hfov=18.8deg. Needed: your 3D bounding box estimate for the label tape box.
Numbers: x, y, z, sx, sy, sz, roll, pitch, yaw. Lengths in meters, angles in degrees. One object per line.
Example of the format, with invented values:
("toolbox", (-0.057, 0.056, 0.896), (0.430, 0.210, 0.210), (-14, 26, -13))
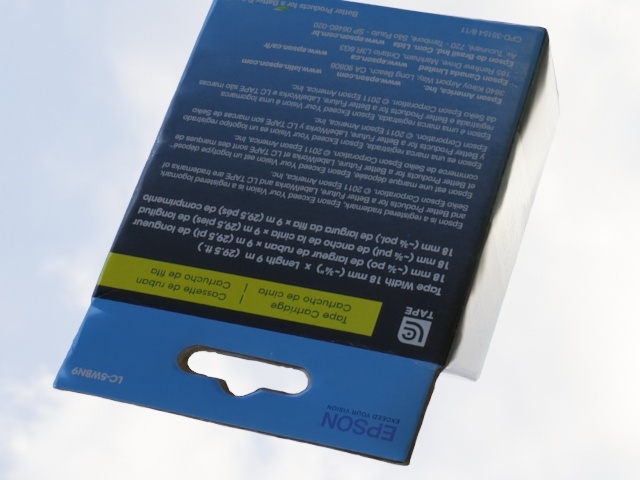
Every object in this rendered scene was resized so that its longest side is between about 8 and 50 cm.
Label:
("label tape box", (0.000, 0.000, 1.279), (0.106, 0.240, 0.334), (72, -147, -56))
